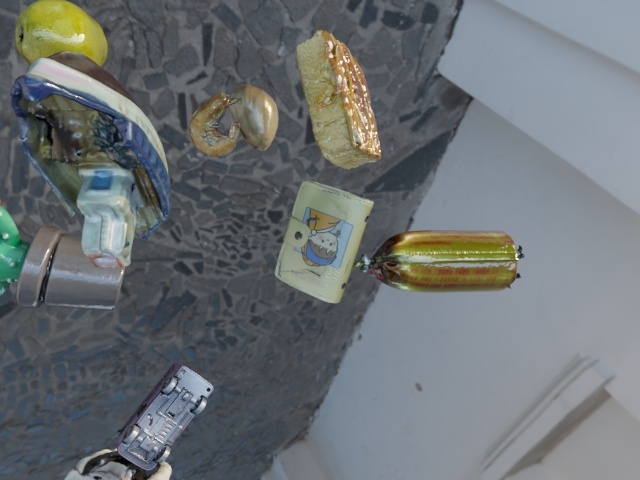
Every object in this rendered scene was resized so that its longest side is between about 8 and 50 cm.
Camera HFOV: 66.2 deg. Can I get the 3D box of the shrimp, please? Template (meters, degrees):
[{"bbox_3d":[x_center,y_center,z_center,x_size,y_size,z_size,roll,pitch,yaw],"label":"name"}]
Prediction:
[{"bbox_3d":[-0.252,-0.288,1.224,0.187,0.132,0.051,-43,-171,34],"label":"shrimp"}]

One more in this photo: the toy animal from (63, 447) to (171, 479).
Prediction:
[{"bbox_3d":[-0.423,0.553,1.038,0.156,0.209,0.204,44,55,-66],"label":"toy animal"}]

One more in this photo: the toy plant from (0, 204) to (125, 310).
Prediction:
[{"bbox_3d":[-0.642,0.052,1.062,0.401,0.185,0.279,14,151,-22],"label":"toy plant"}]

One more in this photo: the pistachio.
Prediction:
[{"bbox_3d":[-0.178,-0.336,1.334,0.125,0.184,0.124,-13,177,-1],"label":"pistachio"}]

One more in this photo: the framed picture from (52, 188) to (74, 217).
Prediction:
[{"bbox_3d":[-0.664,-0.155,1.325,0.011,0.141,0.183,16,157,-7],"label":"framed picture"}]

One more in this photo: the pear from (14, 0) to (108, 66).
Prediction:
[{"bbox_3d":[-0.619,-0.480,1.182,0.198,0.198,0.198,-23,142,-20],"label":"pear"}]

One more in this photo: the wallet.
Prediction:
[{"bbox_3d":[0.000,0.000,0.698,0.039,0.111,0.154,-10,119,-68],"label":"wallet"}]

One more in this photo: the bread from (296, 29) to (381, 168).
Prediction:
[{"bbox_3d":[0.046,-0.316,1.132,0.114,0.274,0.185,-18,171,23],"label":"bread"}]

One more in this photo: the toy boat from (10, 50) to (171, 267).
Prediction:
[{"bbox_3d":[-0.211,-0.059,0.470,0.115,0.115,0.261,0,144,0],"label":"toy boat"}]

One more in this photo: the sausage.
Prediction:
[{"bbox_3d":[0.203,0.040,0.880,0.318,0.125,0.117,-1,98,-21],"label":"sausage"}]

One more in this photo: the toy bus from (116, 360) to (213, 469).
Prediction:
[{"bbox_3d":[-0.286,0.316,0.899,0.087,0.098,0.178,44,71,-21],"label":"toy bus"}]
